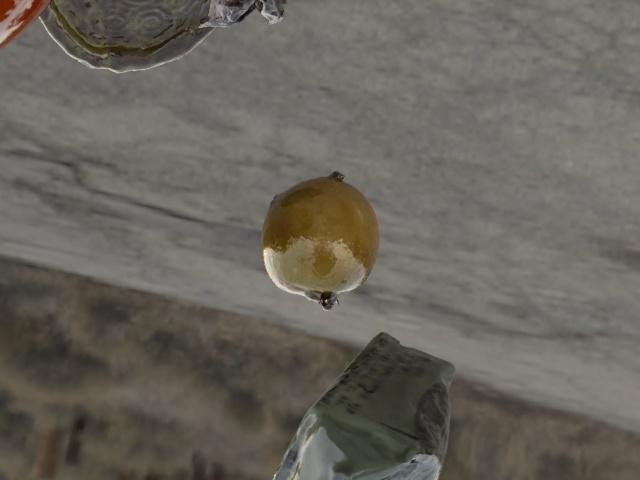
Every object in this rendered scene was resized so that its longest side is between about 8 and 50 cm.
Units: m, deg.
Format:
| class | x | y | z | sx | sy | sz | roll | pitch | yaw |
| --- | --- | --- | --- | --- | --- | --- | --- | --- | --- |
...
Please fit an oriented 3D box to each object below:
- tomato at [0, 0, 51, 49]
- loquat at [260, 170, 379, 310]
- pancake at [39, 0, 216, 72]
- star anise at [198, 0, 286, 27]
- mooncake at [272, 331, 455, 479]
| class | x | y | z | sx | sy | sz | roll | pitch | yaw |
| --- | --- | --- | --- | --- | --- | --- | --- | --- | --- |
| tomato | -0.328 | -0.256 | 0.914 | 0.321 | 0.322 | 0.321 | 10 | 173 | 1 |
| loquat | 0.000 | 0.000 | 1.513 | 0.137 | 0.163 | 0.163 | 5 | 173 | -1 |
| pancake | -0.220 | -0.295 | 1.546 | 0.250 | 0.031 | 0.250 | -8 | 144 | -6 |
| star anise | -0.060 | -0.289 | 1.454 | 0.208 | 0.063 | 0.172 | -13 | 154 | -33 |
| mooncake | 0.036 | 0.238 | 1.239 | 0.136 | 0.250 | 0.254 | 24 | -159 | 13 |
